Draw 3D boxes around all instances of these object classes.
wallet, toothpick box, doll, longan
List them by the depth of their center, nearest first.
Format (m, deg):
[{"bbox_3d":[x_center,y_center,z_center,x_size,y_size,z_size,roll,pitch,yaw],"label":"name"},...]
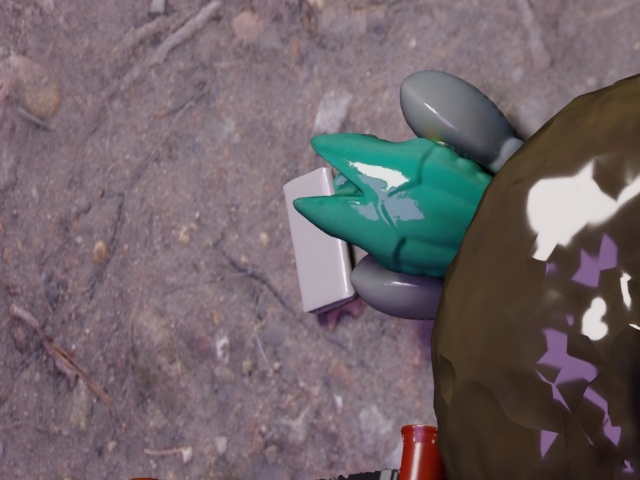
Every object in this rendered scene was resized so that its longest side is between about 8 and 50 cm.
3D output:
[{"bbox_3d":[0.263,0.083,1.232,0.391,0.391,0.391,-5,84,46],"label":"longan"},{"bbox_3d":[0.105,-0.005,1.593,0.195,0.153,0.258,-47,71,12],"label":"doll"},{"bbox_3d":[0.083,0.196,1.635,0.047,0.047,0.083,-12,61,46],"label":"toothpick box"},{"bbox_3d":[0.000,0.000,1.769,0.061,0.025,0.122,-25,69,45],"label":"wallet"}]

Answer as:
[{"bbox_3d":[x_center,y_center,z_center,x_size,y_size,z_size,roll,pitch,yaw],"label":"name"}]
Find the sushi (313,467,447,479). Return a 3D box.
[{"bbox_3d":[0.089,0.309,1.635,0.290,0.050,0.264,-18,74,45],"label":"sushi"}]

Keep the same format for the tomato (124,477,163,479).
[{"bbox_3d":[-0.141,0.339,1.781,0.260,0.180,0.260,-5,82,44],"label":"tomato"}]
